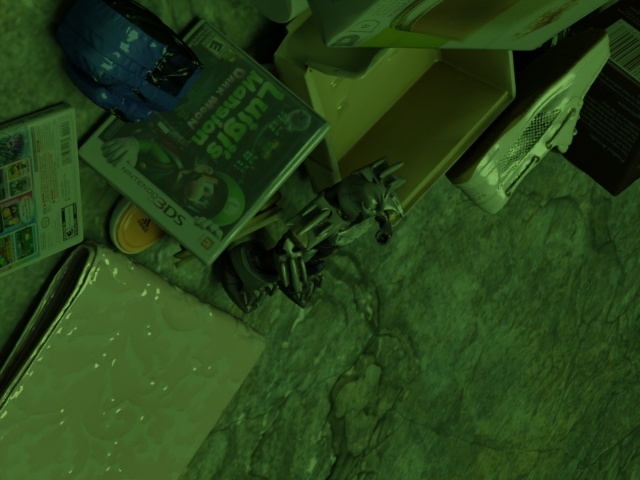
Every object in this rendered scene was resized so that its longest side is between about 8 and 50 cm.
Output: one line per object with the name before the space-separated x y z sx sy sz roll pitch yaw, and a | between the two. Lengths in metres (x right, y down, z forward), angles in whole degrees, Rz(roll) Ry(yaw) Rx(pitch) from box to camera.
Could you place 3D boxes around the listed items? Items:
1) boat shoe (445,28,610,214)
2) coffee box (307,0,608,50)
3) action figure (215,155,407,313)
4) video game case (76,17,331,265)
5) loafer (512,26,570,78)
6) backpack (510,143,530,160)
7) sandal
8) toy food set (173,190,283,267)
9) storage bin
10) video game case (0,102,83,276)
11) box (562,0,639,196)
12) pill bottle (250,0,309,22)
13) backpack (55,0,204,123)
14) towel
boat shoe | 0.273 -0.147 1.559 0.277 0.098 0.096 -46 111 -9
coffee box | 0.162 -0.392 1.084 0.334 0.338 0.338 -7 162 -47
action figure | 0.000 0.000 1.365 0.185 0.099 0.285 -21 171 -34
video game case | -0.114 -0.100 1.240 0.190 0.173 0.022 -49 177 -12
loafer | 0.306 -0.294 1.661 0.078 0.076 0.223 -13 122 -35
backpack | 0.208 -0.150 1.632 0.114 0.105 0.084 -13 118 -36
sandal | -0.108 -0.072 1.334 0.265 0.076 0.102 -48 144 -15
toy food set | -0.100 -0.019 1.330 0.132 0.038 0.192 -26 -177 1
storage bin | 0.090 -0.189 1.414 0.260 0.123 0.262 -47 149 -20
video game case | -0.293 -0.040 1.189 0.143 0.019 0.157 -26 135 -36
box | 0.432 -0.210 1.755 0.167 0.168 0.203 -35 157 -29
pill bottle | 0.009 -0.304 1.270 0.187 0.112 0.112 -39 141 -23
backpack | -0.184 -0.170 1.153 0.101 0.098 0.120 -55 145 2
towel | -0.238 0.185 1.395 0.317 0.053 0.332 -56 144 -1
